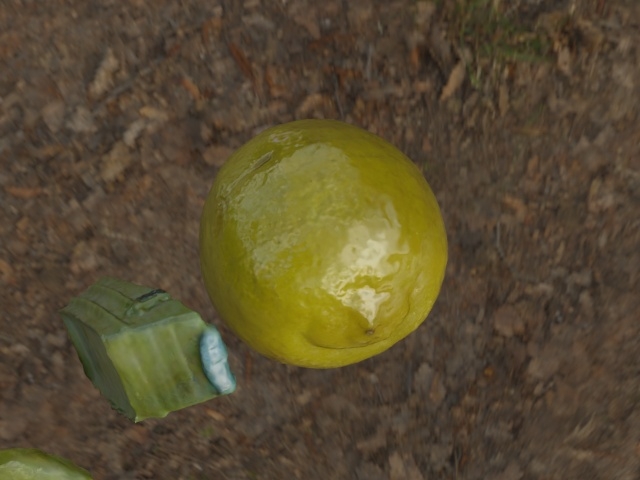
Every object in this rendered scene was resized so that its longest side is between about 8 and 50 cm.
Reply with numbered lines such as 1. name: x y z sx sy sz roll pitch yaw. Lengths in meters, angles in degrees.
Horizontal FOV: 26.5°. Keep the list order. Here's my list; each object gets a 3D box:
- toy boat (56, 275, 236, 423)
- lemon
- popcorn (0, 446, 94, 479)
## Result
1. toy boat: -0.172 0.098 1.243 0.084 0.276 0.111 -29 108 -22
2. lemon: 0.000 0.000 1.780 0.348 0.348 0.348 -1 73 4
3. popcorn: -0.271 0.331 1.180 0.173 0.286 0.225 14 50 -2
